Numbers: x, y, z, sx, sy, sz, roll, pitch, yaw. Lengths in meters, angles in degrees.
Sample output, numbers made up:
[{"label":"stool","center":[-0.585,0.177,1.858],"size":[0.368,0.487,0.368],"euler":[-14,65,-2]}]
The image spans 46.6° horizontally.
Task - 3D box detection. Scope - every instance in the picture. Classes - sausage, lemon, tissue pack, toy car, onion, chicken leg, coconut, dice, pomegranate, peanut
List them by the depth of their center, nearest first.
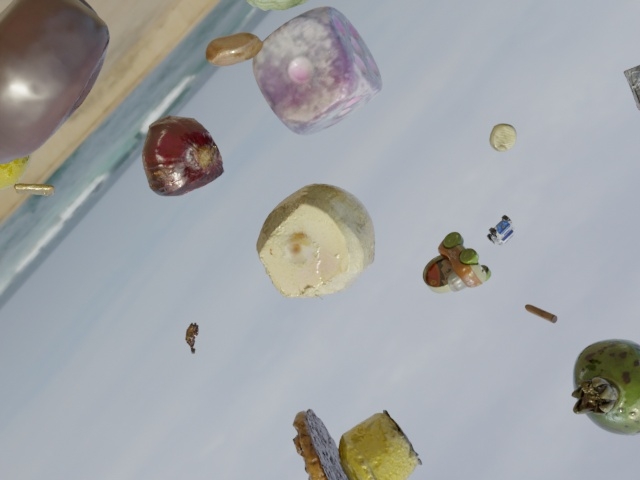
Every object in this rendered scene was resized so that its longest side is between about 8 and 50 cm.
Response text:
[{"label":"lemon","center":[-0.754,-0.208,1.712],"size":[0.173,0.173,0.206],"euler":[-34,-130,42]},{"label":"pomegranate","center":[0.718,0.351,1.846],"size":[0.242,0.306,0.242],"euler":[-33,-135,42]},{"label":"tissue pack","center":[0.863,-0.408,1.879],"size":[0.156,0.112,0.051],"euler":[-23,-176,11]},{"label":"coconut","center":[0.000,0.000,1.912],"size":[0.297,0.297,0.254],"euler":[-42,176,21]},{"label":"peanut","center":[-0.223,-0.494,1.921],"size":[0.152,0.076,0.076],"euler":[-15,-165,-3]},{"label":"chicken leg","center":[-0.343,0.259,1.986],"size":[0.021,0.036,0.083],"euler":[8,91,-65]},{"label":"dice","center":[-0.007,-0.467,2.072],"size":[0.270,0.270,0.271],"euler":[-30,178,23]},{"label":"sausage","center":[0.635,0.210,2.148],"size":[0.026,0.026,0.116],"euler":[-50,-150,-8]},{"label":"onion","center":[-0.425,-0.249,2.166],"size":[0.216,0.206,0.207],"euler":[2,-150,41]},{"label":"toy car","center":[0.646,-0.028,2.651],"size":[0.080,0.070,0.170],"euler":[-44,165,-3]},{"label":"toy car","center":[0.484,0.109,2.735],"size":[0.235,0.145,0.235],"euler":[-24,-137,24]}]

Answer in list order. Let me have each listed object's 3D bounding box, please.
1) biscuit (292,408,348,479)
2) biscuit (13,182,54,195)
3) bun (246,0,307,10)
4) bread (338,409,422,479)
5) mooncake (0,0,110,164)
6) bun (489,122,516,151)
[{"label":"biscuit","center":[0.008,0.591,1.892],"size":[0.081,0.334,0.289],"euler":[-25,180,4]},{"label":"biscuit","center":[-0.619,-0.110,1.612],"size":[0.083,0.081,0.018],"euler":[167,-76,-70]},{"label":"bun","center":[-0.101,-0.646,1.877],"size":[0.195,0.118,0.195],"euler":[-6,-142,4]},{"label":"bread","center":[0.133,0.516,1.761],"size":[0.170,0.197,0.197],"euler":[-33,-170,-19]},{"label":"mooncake","center":[-0.492,-0.277,1.228],"size":[0.326,0.174,0.334],"euler":[-45,-150,12]},{"label":"bun","center":[0.526,-0.300,2.163],"size":[0.086,0.086,0.055],"euler":[-48,-159,1]}]
